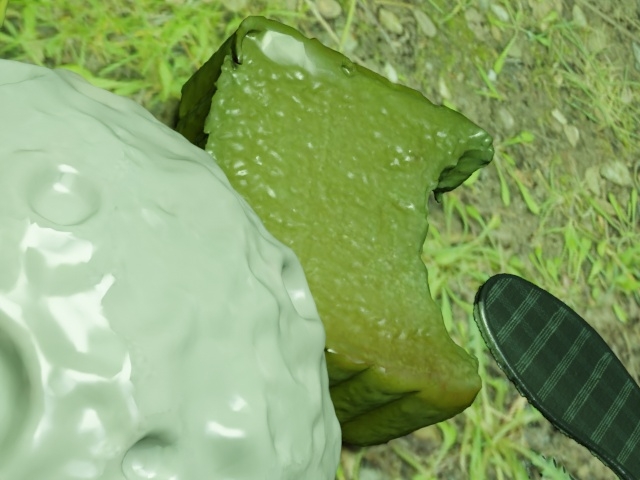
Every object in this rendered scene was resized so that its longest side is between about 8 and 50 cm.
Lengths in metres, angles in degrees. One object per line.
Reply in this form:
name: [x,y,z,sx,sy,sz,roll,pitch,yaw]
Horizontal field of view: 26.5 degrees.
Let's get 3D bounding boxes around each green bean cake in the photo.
green bean cake: [0.000,0.000,0.913,0.233,0.124,0.236,23,56,-24]

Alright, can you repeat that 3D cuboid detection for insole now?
insole: [0.235,0.143,1.086,0.309,0.012,0.110,49,48,-5]

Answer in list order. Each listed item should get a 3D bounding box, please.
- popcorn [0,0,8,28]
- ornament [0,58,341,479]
popcorn: [-0.284,-0.169,0.713,0.293,0.293,0.237,17,96,-28]
ornament: [-0.149,0.092,0.620,0.337,0.337,0.337,16,59,-29]
